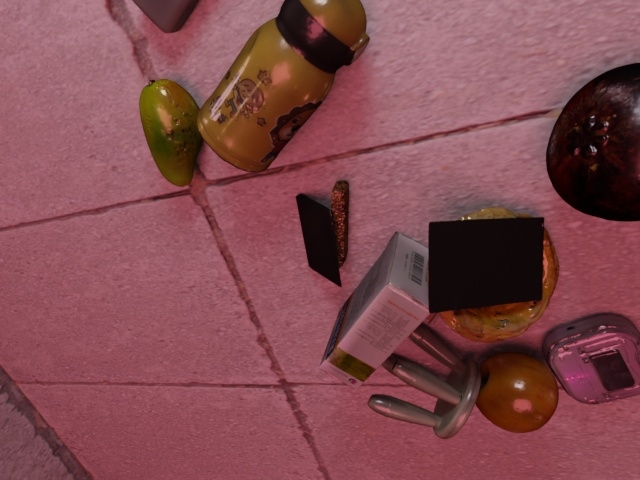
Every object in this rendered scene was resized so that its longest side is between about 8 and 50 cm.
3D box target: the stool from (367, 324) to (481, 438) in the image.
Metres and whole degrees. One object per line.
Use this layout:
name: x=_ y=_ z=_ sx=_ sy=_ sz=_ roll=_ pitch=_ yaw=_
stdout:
stool: x=0.246 y=0.334 z=1.028 sx=0.198 sy=0.195 sz=0.195 roll=27 pitch=125 yaw=3

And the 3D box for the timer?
timer: x=0.603 y=0.263 z=0.939 sx=0.190 sy=0.069 sz=0.209 roll=-30 pitch=105 yaw=28

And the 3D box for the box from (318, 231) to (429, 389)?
box: x=0.126 y=0.157 z=0.958 sx=0.106 sy=0.200 sz=0.300 roll=29 pitch=125 yaw=-2

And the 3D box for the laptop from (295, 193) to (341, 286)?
laptop: x=0.000 y=0.000 z=0.975 sx=0.135 sy=0.016 sz=0.197 roll=31 pitch=138 yaw=48

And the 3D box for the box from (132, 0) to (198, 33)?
box: x=-0.244 y=-0.499 z=0.777 sx=0.103 sy=0.055 sz=0.243 roll=45 pitch=123 yaw=-11

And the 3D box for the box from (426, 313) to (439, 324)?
box: x=0.257 y=0.114 z=0.959 sx=0.062 sy=0.089 sz=0.122 roll=32 pitch=125 yaw=12

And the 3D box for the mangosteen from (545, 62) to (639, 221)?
mangosteen: x=0.493 y=-0.137 z=0.661 sx=0.261 sy=0.236 sz=0.236 roll=4 pitch=128 yaw=-24

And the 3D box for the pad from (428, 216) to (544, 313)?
pad: x=0.304 y=0.042 z=0.787 sx=0.242 sy=0.004 sz=0.164 roll=-3 pitch=97 yaw=-15

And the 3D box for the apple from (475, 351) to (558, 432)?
apple: x=0.433 y=0.339 z=0.980 sx=0.155 sy=0.182 sz=0.183 roll=26 pitch=125 yaw=11

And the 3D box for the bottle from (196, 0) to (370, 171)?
bottle: x=-0.065 y=-0.292 z=0.769 sx=0.171 sy=0.172 sz=0.351 roll=43 pitch=124 yaw=-9

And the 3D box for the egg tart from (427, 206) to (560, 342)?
egg tart: x=0.329 y=0.060 z=0.854 sx=0.290 sy=0.107 sz=0.291 roll=-2 pitch=97 yaw=-16

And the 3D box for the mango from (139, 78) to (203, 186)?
mango: x=-0.311 y=-0.227 z=0.933 sx=0.125 sy=0.111 sz=0.233 roll=9 pitch=124 yaw=19

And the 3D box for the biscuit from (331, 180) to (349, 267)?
biscuit: x=0.043 y=-0.034 z=0.954 sx=0.034 sy=0.064 sz=0.199 roll=6 pitch=123 yaw=10
